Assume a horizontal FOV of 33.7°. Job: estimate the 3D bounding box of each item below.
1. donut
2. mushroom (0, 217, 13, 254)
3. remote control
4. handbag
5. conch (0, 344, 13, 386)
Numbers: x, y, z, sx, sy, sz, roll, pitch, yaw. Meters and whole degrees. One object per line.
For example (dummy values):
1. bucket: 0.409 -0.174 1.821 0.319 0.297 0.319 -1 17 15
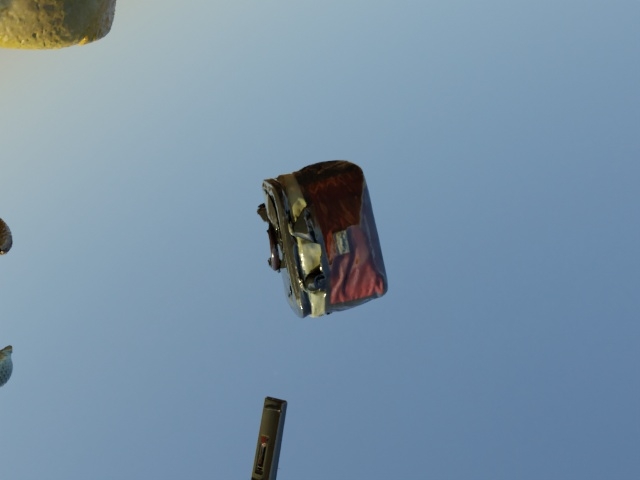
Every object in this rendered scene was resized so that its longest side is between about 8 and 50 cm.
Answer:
1. donut: -0.413 -0.322 1.400 0.303 0.110 0.303 5 -159 -2
2. mushroom: -0.443 -0.024 1.328 0.087 0.127 0.127 -26 -160 0
3. remote control: -0.054 0.206 1.076 0.034 0.016 0.091 7 -93 34
4. handbag: 0.000 0.000 1.766 0.181 0.254 0.181 -15 -167 -9
5. conch: -0.503 0.202 1.625 0.085 0.056 0.076 -20 159 -38
